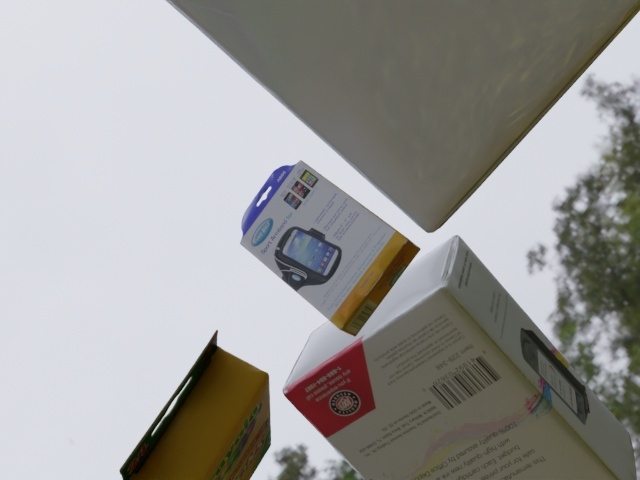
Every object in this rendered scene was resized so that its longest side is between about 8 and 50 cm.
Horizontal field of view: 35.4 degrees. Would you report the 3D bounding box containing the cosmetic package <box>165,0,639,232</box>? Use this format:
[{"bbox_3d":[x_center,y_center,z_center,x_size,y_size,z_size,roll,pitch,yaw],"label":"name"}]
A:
[{"bbox_3d":[0.033,-0.142,0.500,0.138,0.224,0.224,-49,-5,18],"label":"cosmetic package"}]

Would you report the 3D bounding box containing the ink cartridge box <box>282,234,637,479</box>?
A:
[{"bbox_3d":[0.148,0.182,1.056,0.226,0.306,0.131,-36,14,26],"label":"ink cartridge box"}]

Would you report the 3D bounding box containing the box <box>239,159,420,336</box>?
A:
[{"bbox_3d":[0.000,0.000,0.747,0.081,0.136,0.028,-53,-36,3],"label":"box"}]

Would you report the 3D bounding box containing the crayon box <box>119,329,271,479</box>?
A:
[{"bbox_3d":[-0.143,0.267,1.235,0.202,0.081,0.318,-57,-14,-26],"label":"crayon box"}]
